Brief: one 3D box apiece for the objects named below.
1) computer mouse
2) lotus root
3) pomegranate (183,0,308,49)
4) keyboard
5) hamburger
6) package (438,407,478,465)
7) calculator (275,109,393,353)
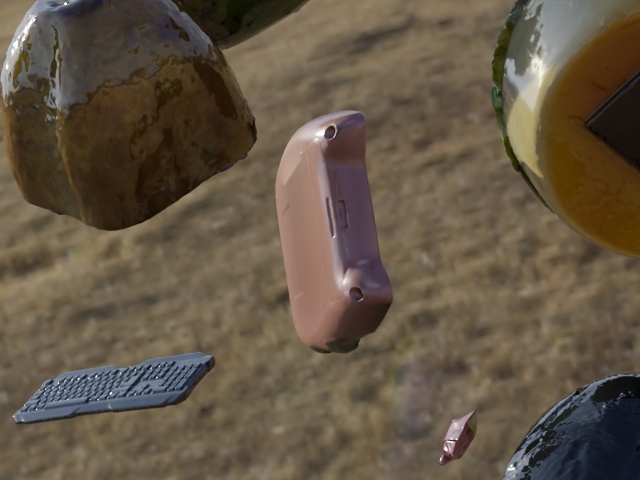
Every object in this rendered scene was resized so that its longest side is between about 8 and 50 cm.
[{"bbox_3d":[0.193,0.180,1.199,0.122,0.073,0.217,14,67,39],"label":"computer mouse"},{"bbox_3d":[-0.172,-0.133,1.331,0.199,0.180,0.188,19,48,41],"label":"lotus root"},{"bbox_3d":[-0.115,-0.340,1.663,0.285,0.285,0.341,-18,17,-9],"label":"pomegranate"},{"bbox_3d":[-0.247,0.176,1.969,0.262,0.016,0.106,-10,23,31],"label":"keyboard"},{"bbox_3d":[0.280,-0.130,1.357,0.300,0.300,0.176,-14,35,8],"label":"hamburger"},{"bbox_3d":[0.146,0.206,1.734,0.059,0.029,0.083,-61,-4,-15],"label":"package"},{"bbox_3d":[0.000,0.000,1.565,0.048,0.220,0.329,-8,-8,-12],"label":"calculator"}]
